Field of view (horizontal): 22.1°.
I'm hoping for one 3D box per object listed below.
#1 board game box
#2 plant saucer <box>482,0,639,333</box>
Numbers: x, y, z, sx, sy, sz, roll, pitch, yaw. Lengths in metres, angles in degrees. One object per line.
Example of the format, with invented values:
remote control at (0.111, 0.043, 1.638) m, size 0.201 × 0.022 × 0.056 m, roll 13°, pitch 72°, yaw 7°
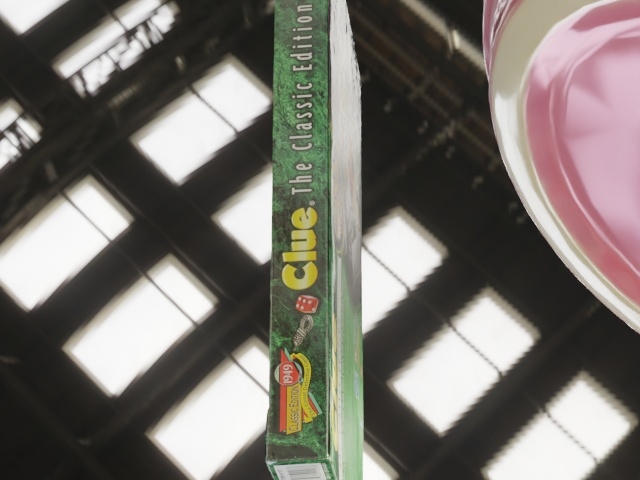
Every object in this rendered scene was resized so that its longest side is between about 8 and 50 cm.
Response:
board game box at (0.000, 0.000, 0.739) m, size 0.030 × 0.136 × 0.260 m, roll -2°, pitch -119°, yaw 5°
plant saucer at (0.199, -0.041, 0.732) m, size 0.332 × 0.332 × 0.084 m, roll 36°, pitch -120°, yaw 17°
